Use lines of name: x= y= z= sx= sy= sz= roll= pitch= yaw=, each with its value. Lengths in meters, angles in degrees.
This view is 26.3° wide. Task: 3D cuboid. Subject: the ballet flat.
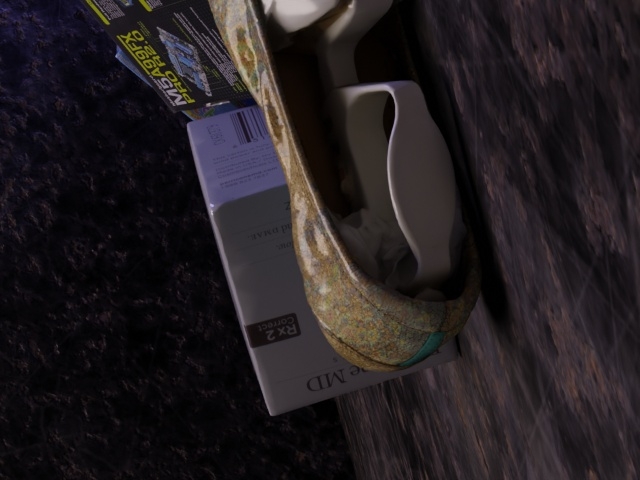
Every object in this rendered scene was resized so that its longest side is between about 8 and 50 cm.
ballet flat: x=0.016 y=-0.096 z=0.819 sx=0.123 sy=0.123 sz=0.349 roll=96 pitch=159 yaw=-80

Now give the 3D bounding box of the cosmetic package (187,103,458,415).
cosmetic package: x=0.000 y=0.000 z=1.022 sx=0.151 sy=0.151 sz=0.184 roll=-113 pitch=7 yaw=-60

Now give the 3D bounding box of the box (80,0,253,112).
box: x=-0.115 y=-0.219 z=0.983 sx=0.216 sy=0.060 sz=0.270 roll=-3 pitch=133 yaw=53

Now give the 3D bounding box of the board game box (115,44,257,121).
board game box: x=-0.115 y=-0.154 z=1.251 sx=0.160 sy=0.039 sz=0.211 roll=39 pitch=-168 yaw=-20
